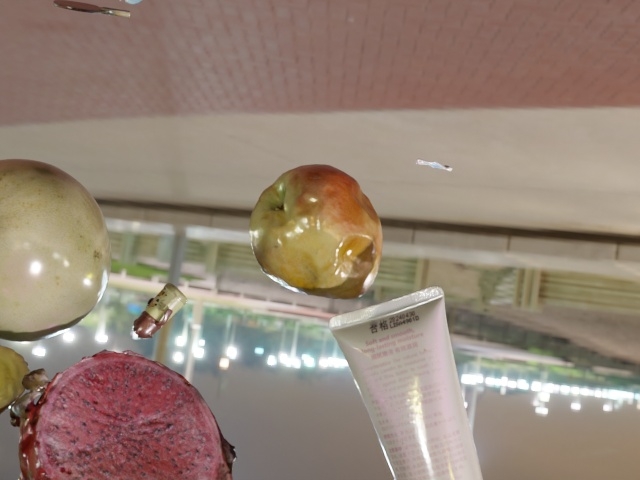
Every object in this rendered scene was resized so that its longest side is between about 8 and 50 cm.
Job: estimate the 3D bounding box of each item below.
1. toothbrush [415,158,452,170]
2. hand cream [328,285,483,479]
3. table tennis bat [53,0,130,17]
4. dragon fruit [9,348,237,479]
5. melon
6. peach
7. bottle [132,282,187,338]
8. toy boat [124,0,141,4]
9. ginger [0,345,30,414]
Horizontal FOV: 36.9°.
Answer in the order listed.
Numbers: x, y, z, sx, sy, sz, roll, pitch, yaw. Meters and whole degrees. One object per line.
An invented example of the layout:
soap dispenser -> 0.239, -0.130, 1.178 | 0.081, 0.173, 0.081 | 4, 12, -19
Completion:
toothbrush -> 0.243, -0.160, 2.038 | 0.017, 0.014, 0.162 | 40, -162, 25
hand cream -> 0.148, 0.262, 1.446 | 0.185, 0.359, 0.118 | -18, 177, 18
table tennis bat -> -0.480, -0.486, 2.013 | 0.158, 0.014, 0.095 | 4, -161, -22
dragon fruit -> -0.300, 0.353, 1.375 | 0.296, 0.314, 0.263 | -17, 151, -42
melon -> -0.448, 0.019, 1.436 | 0.268, 0.269, 0.330 | 8, 167, 2
peach -> 0.000, 0.000, 1.563 | 0.235, 0.214, 0.214 | 48, 158, -20
bottle -> -0.268, 0.119, 1.579 | 0.047, 0.101, 0.063 | 45, 163, -9
toy boat -> -0.378, -0.506, 1.778 | 0.102, 0.088, 0.215 | 34, 180, 6
ginger -> -0.594, 0.251, 1.410 | 0.353, 0.126, 0.190 | -21, 166, 4
